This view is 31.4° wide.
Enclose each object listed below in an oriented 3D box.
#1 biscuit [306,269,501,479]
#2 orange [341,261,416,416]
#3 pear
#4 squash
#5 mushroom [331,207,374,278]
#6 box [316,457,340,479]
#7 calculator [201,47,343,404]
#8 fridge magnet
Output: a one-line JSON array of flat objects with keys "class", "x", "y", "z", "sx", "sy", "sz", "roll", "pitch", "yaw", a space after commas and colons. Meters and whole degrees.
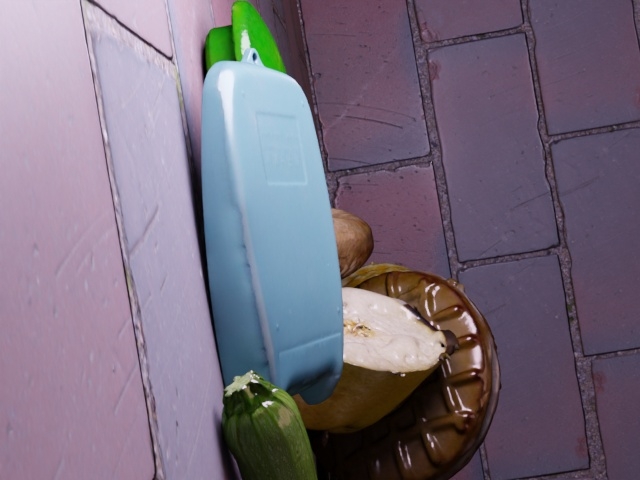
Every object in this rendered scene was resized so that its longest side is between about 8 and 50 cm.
[{"class": "biscuit", "x": 0.106, "y": 0.204, "z": 1.623, "sx": 0.103, "sy": 0.332, "sz": 0.332, "roll": 26, "pitch": 49, "yaw": -50}, {"class": "orange", "x": 0.086, "y": 0.162, "z": 1.874, "sx": 0.271, "sy": 0.210, "sz": 0.369, "roll": -60, "pitch": -160, "yaw": -2}, {"class": "pear", "x": 0.029, "y": 0.172, "z": 1.496, "sx": 0.267, "sy": 0.267, "sz": 0.178, "roll": -89, "pitch": -164, "yaw": -69}, {"class": "squash", "x": -0.043, "y": 0.212, "z": 1.057, "sx": 0.068, "sy": 0.077, "sz": 0.219, "roll": -109, "pitch": -176, "yaw": -59}, {"class": "mushroom", "x": 0.000, "y": 0.000, "z": 1.632, "sx": 0.285, "sy": 0.151, "sz": 0.156, "roll": -58, "pitch": 140, "yaw": -84}, {"class": "box", "x": 0.014, "y": 0.391, "z": 1.849, "sx": 0.125, "sy": 0.027, "sz": 0.126, "roll": 71, "pitch": 12, "yaw": -55}, {"class": "calculator", "x": -0.047, "y": -0.008, "z": 1.172, "sx": 0.256, "sy": 0.054, "sz": 0.386, "roll": -7, "pitch": 89, "yaw": -67}, {"class": "fridge magnet", "x": -0.081, "y": -0.173, "z": 1.320, "sx": 0.208, "sy": 0.088, "sz": 0.208, "roll": -9, "pitch": 90, "yaw": -87}]
